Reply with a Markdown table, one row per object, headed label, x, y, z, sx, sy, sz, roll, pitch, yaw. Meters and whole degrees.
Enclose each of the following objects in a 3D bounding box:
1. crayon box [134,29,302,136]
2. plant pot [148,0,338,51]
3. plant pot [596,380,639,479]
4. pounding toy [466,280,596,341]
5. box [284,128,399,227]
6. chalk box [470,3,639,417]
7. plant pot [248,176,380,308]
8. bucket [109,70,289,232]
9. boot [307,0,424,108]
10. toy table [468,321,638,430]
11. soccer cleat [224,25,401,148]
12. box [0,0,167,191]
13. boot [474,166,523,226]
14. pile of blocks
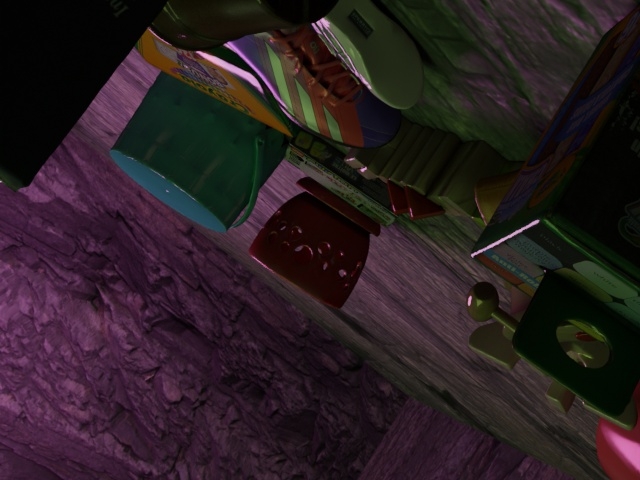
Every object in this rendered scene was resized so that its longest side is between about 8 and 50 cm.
| label | x | y | z | sx | sy | sz | roll | pitch | yaw |
| --- | --- | --- | --- | --- | --- | --- | --- | --- | --- |
| crayon box | -0.143 | -0.258 | 1.424 | 0.278 | 0.081 | 0.165 | 29 | 168 | 25 |
| plant pot | -0.073 | -0.262 | 1.009 | 0.165 | 0.167 | 0.167 | 11 | 156 | 48 |
| plant pot | 0.536 | 0.307 | 1.502 | 0.275 | 0.275 | 0.243 | 39 | 178 | -27 |
| pounding toy | 0.295 | 0.105 | 1.265 | 0.270 | 0.154 | 0.154 | 7 | 159 | -2 |
| box | 0.039 | -0.098 | 1.714 | 0.207 | 0.036 | 0.114 | 34 | 170 | -1 |
| chalk box | 0.239 | -0.017 | 0.769 | 0.180 | 0.289 | 0.179 | 35 | 170 | -2 |
| plant pot | 0.000 | 0.000 | 1.845 | 0.191 | 0.174 | 0.191 | 34 | -178 | -1 |
| bucket | -0.207 | -0.151 | 1.822 | 0.281 | 0.183 | 0.281 | 33 | 170 | 7 |
| boot | 0.034 | -0.220 | 1.134 | 0.190 | 0.069 | 0.086 | 50 | 170 | -31 |
| toy table | 0.348 | 0.135 | 1.494 | 0.274 | 0.161 | 0.252 | 24 | 166 | 40 |
| soccer cleat | -0.023 | -0.215 | 1.205 | 0.318 | 0.108 | 0.116 | 40 | 164 | -17 |
| box | -0.202 | -0.270 | 0.681 | 0.293 | 0.395 | 0.212 | 21 | 164 | 50 |
| boot | 0.308 | 0.023 | 1.122 | 0.211 | 0.104 | 0.295 | -14 | 123 | 49 |
| pile of blocks | 0.169 | -0.052 | 1.320 | 0.362 | 0.112 | 0.149 | 26 | 167 | 40 |
